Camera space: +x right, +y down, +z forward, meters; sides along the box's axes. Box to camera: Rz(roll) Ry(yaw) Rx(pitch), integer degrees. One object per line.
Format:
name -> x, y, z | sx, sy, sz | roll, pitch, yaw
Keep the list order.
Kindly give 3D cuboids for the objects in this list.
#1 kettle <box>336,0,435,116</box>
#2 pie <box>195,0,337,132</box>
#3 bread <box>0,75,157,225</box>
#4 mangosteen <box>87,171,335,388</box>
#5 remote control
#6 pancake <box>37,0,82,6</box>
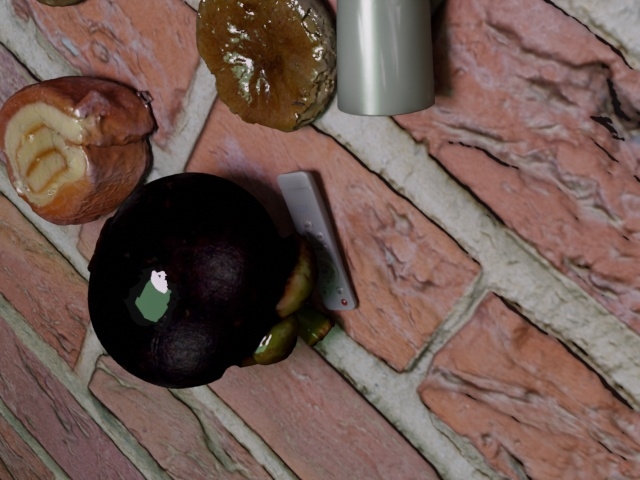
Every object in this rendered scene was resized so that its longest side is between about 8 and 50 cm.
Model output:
kettle -> 0.062, -0.208, 0.901 | 0.098, 0.127, 0.148 | -2, 111, 7
pie -> -0.061, -0.209, 1.025 | 0.195, 0.046, 0.195 | 20, 125, 32
bread -> -0.334, -0.132, 1.244 | 0.244, 0.123, 0.190 | -31, 89, 44
mangosteen -> -0.127, 0.061, 1.101 | 0.302, 0.275, 0.275 | 20, 132, -11
remote control -> 0.000, 0.000, 1.097 | 0.050, 0.027, 0.184 | -2, 115, 43
pancake -> -0.362, -0.415, 1.170 | 0.242, 0.050, 0.242 | 18, 122, 31
